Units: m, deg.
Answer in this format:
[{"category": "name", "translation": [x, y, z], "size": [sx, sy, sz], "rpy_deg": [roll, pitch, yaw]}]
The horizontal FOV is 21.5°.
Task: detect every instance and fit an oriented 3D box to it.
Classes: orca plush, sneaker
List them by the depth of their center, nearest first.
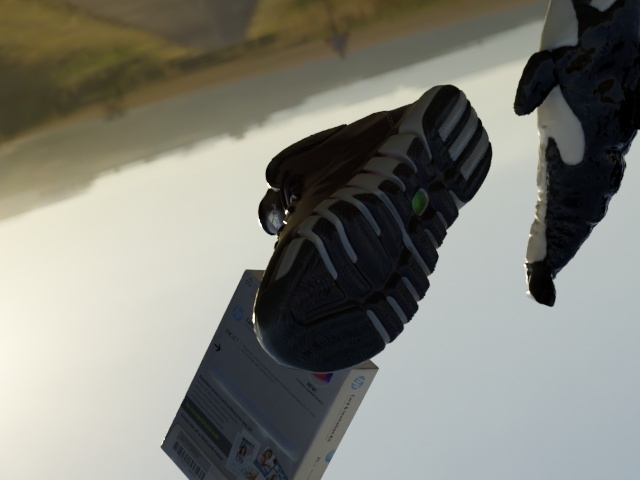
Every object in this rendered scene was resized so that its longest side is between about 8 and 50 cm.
[{"category": "sneaker", "translation": [0.000, 0.000, 1.194], "size": [0.162, 0.106, 0.281], "rpy_deg": [-9, -152, 40]}, {"category": "orca plush", "translation": [0.223, -0.085, 1.328], "size": [0.102, 0.287, 0.151], "rpy_deg": [15, 179, 33]}]

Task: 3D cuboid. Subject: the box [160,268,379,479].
[{"category": "box", "translation": [-0.046, 0.139, 1.386], "size": [0.038, 0.186, 0.145], "rpy_deg": [2, -149, -47]}]
